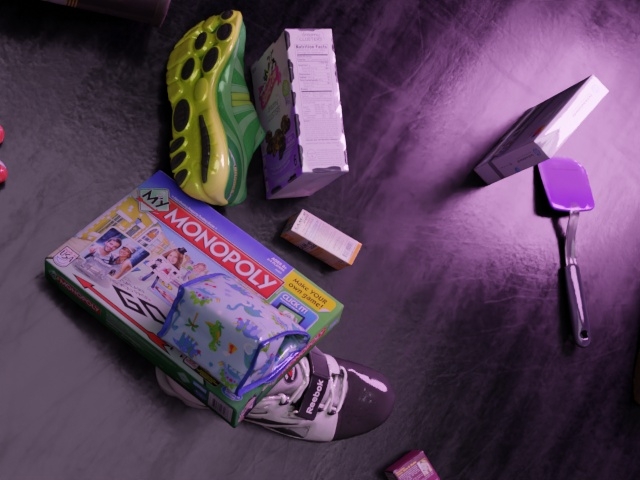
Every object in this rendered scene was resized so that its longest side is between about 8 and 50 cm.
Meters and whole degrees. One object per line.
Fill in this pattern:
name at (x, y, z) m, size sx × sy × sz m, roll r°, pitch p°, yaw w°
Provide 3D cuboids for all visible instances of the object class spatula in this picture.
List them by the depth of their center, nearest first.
spatula at (0.380, 0.014, 1.739) m, size 0.084 × 0.030 × 0.296 m, roll 0°, pitch 80°, yaw -20°

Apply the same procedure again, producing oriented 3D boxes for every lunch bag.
lunch bag at (-0.095, 0.102, 1.354) m, size 0.129 × 0.151 × 0.096 m, roll 35°, pitch 114°, yaw 16°

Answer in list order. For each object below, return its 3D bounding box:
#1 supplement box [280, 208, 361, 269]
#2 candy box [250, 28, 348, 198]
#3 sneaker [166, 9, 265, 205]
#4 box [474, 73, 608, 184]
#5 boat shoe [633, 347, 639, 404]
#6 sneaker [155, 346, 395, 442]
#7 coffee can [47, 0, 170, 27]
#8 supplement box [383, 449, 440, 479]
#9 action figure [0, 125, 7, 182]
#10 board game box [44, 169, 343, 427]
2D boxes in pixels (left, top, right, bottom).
supplement box at (0.000, 0.000, 1.604) m, size 0.098 × 0.062 × 0.036 m, roll 31°, pitch 74°, yaw -10°
candy box at (-0.031, -0.169, 1.569) m, size 0.070 × 0.165 × 0.196 m, roll -4°, pitch 81°, yaw -20°
sneaker at (-0.142, -0.178, 1.580) m, size 0.123 × 0.109 × 0.296 m, roll 39°, pitch 48°, yaw -54°
box at (0.316, -0.157, 1.667) m, size 0.038 × 0.186 × 0.145 m, roll 45°, pitch 70°, yaw -6°
boat shoe at (0.532, 0.147, 1.744) m, size 0.073 × 0.080 × 0.224 m, roll 19°, pitch 80°, yaw -19°
sneaker at (-0.042, 0.194, 1.515) m, size 0.330 × 0.146 × 0.122 m, roll 10°, pitch 76°, yaw -17°
coffee can at (-0.325, -0.405, 1.499) m, size 0.275 × 0.201 × 0.202 m, roll 10°, pitch 78°, yaw -15°
supplement box at (0.134, 0.340, 1.596) m, size 0.055 × 0.043 × 0.083 m, roll -31°, pitch 92°, yaw -20°
action figure at (-0.479, -0.196, 1.451) m, size 0.091 × 0.139 × 0.280 m, roll -36°, pitch 95°, yaw -20°
board game box at (-0.159, 0.064, 1.459) m, size 0.317 × 0.046 × 0.213 m, roll 35°, pitch 54°, yaw 16°
